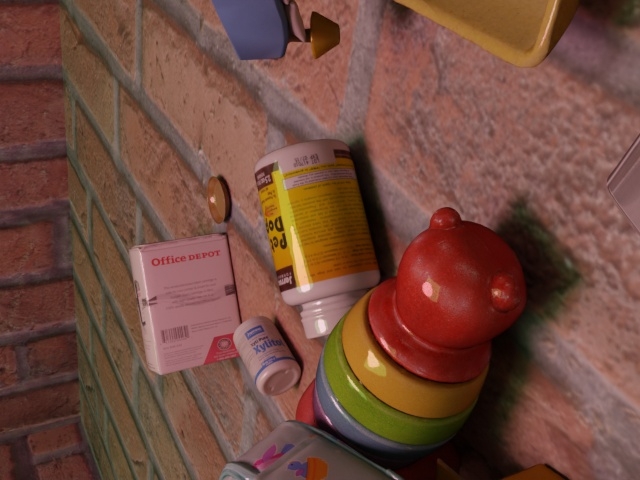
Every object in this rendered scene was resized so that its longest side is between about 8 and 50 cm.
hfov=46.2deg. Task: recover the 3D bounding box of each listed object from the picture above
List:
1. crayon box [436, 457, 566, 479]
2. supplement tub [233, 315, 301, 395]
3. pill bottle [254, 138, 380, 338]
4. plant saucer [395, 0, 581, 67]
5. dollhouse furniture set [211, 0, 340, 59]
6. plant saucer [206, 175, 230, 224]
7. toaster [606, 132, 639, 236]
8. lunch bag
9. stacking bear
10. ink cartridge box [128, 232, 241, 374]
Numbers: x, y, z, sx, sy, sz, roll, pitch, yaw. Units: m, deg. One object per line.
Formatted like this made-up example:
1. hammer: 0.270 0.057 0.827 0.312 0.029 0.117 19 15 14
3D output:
1. crayon box: 0.218 0.328 0.597 0.323 0.083 0.203 28 123 56
2. supplement tub: -0.081 0.174 1.128 0.107 0.071 0.071 53 142 40
3. pill bottle: 0.000 0.000 0.866 0.117 0.117 0.215 -26 76 62
4. plant saucer: 0.125 -0.341 0.560 0.333 0.081 0.332 48 138 46
5. dollhouse furniture set: 0.005 -0.346 0.633 0.303 0.198 0.286 68 -156 -66
6. plant saucer: -0.173 -0.070 1.282 0.083 0.015 0.083 30 125 55
7. toaster: 0.245 -0.025 0.338 0.185 0.168 0.110 62 148 30
8. lunch bag: 0.033 0.309 0.657 0.279 0.108 0.224 23 127 40
9. stacking bear: 0.092 0.101 0.698 0.175 0.164 0.289 59 141 35
10. ink cartridge box: -0.232 0.105 1.296 0.092 0.159 0.218 -3 96 63
